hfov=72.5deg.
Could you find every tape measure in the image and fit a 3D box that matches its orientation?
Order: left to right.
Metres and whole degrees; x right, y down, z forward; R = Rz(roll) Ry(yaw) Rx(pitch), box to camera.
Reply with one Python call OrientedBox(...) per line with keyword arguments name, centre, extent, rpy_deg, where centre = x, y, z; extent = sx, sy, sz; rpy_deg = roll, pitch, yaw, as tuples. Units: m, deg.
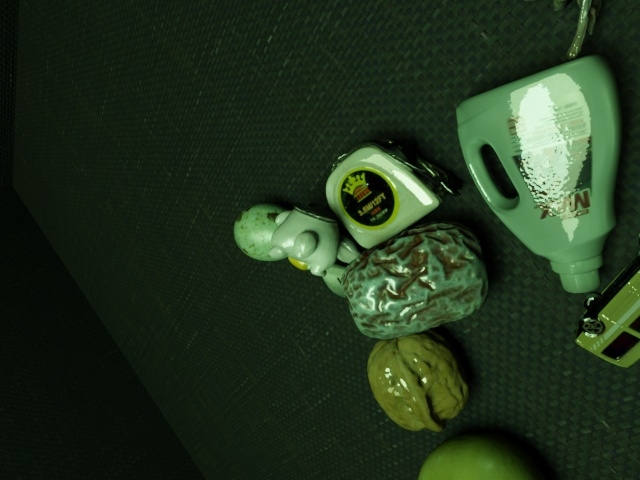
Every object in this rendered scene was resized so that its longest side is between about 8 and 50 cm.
OrientedBox(name="tape measure", centre=(0.150, -0.135, 0.999), extent=(0.231, 0.133, 0.271), rpy_deg=(53, 133, -1))

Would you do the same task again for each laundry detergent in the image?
OrientedBox(name="laundry detergent", centre=(0.414, -0.097, 0.798), extent=(0.264, 0.124, 0.398), rpy_deg=(-10, 103, 40))

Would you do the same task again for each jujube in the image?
OrientedBox(name="jujube", centre=(0.200, 0.088, 0.941), extent=(0.317, 0.226, 0.226), rpy_deg=(-19, 96, 11))

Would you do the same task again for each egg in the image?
OrientedBox(name="egg", centre=(-0.140, -0.023, 1.260), extent=(0.231, 0.169, 0.169), rpy_deg=(7, 113, 24))

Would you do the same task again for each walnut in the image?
OrientedBox(name="walnut", centre=(0.239, 0.341, 1.062), extent=(0.224, 0.257, 0.257), rpy_deg=(-30, 88, 11))

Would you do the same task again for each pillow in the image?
OrientedBox(name="pillow", centre=(0.115, 0.128, 1.161), extent=(0.254, 0.078, 0.144), rpy_deg=(11, 152, 35))

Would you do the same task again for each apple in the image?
OrientedBox(name="apple", centre=(0.365, 0.579, 1.027), extent=(0.233, 0.257, 0.295), rpy_deg=(52, 129, 12))

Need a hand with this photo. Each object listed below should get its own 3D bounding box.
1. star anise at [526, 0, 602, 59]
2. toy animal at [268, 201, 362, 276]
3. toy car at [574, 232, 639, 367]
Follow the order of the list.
OrientedBox(name="star anise", centre=(0.414, -0.418, 0.674), extent=(0.209, 0.089, 0.231), rpy_deg=(-21, 76, 48))
OrientedBox(name="toy animal", centre=(-0.007, -0.003, 1.076), extent=(0.208, 0.325, 0.154), rpy_deg=(29, 103, 29))
OrientedBox(name="toy car", centre=(0.565, 0.102, 0.766), extent=(0.124, 0.101, 0.257), rpy_deg=(33, 128, 19))
